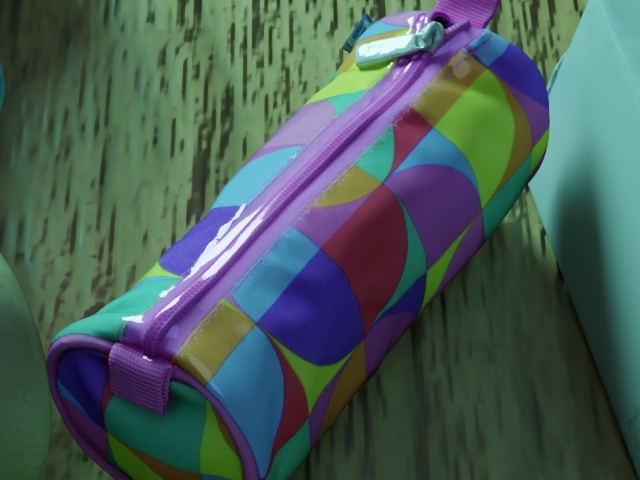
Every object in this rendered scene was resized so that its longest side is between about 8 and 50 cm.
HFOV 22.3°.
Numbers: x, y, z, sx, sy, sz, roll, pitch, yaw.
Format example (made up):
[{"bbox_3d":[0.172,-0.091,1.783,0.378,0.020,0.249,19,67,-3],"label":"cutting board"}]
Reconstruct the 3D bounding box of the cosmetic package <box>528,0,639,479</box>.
[{"bbox_3d":[0.160,0.019,0.630,0.085,0.117,0.231,-3,55,-15],"label":"cosmetic package"}]

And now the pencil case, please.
[{"bbox_3d":[0.000,0.000,0.623,0.104,0.104,0.236,30,54,12],"label":"pencil case"}]

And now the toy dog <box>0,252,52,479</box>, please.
[{"bbox_3d":[-0.104,0.137,0.364,0.220,0.161,0.334,-36,103,-29],"label":"toy dog"}]

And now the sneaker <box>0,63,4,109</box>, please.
[{"bbox_3d":[-0.178,-0.120,0.659,0.178,0.124,0.295,34,62,21],"label":"sneaker"}]
